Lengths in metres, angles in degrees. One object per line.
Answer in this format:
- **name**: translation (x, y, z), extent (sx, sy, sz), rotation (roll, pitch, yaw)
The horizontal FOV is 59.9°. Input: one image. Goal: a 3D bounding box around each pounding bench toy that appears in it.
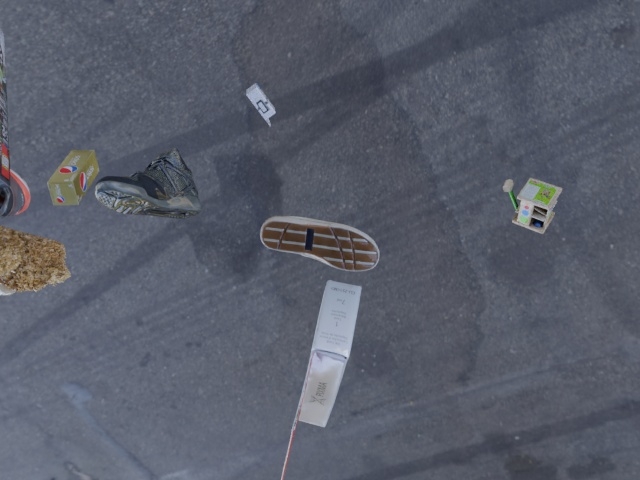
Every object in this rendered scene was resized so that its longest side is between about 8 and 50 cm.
- **pounding bench toy**: translation (0.330, -0.058, 0.889), extent (0.083, 0.052, 0.065), rotation (25, 144, 26)

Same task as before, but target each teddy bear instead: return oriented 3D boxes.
- **teddy bear**: translation (-0.564, 0.014, 0.863), extent (0.245, 0.113, 0.338), rotation (13, 171, 11)

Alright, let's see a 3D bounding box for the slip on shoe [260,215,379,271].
- **slip on shoe**: translation (0.000, 0.000, 0.630), extent (0.135, 0.041, 0.051), rotation (9, 106, 0)

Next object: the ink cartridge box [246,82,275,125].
- **ink cartridge box**: translation (-0.121, -0.288, 1.177), extent (0.028, 0.048, 0.083), rotation (-33, 117, 10)

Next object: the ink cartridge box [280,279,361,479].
- **ink cartridge box**: translation (-0.001, 0.234, 0.870), extent (0.060, 0.239, 0.275), rotation (12, 142, 1)

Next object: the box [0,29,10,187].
- **box**: translation (-0.298, -0.140, 0.437), extent (0.044, 0.233, 0.159), rotation (-4, 86, -17)

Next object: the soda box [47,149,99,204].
- **soda box**: translation (-0.581, -0.153, 1.316), extent (0.058, 0.181, 0.061), rotation (-2, 123, -4)

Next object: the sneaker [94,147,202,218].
- **sneaker**: translation (-0.332, -0.117, 1.068), extent (0.087, 0.130, 0.227), rotation (-21, 165, 36)

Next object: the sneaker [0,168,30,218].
- **sneaker**: translation (-0.377, -0.084, 0.578), extent (0.061, 0.065, 0.158), rotation (-44, 111, 6)
